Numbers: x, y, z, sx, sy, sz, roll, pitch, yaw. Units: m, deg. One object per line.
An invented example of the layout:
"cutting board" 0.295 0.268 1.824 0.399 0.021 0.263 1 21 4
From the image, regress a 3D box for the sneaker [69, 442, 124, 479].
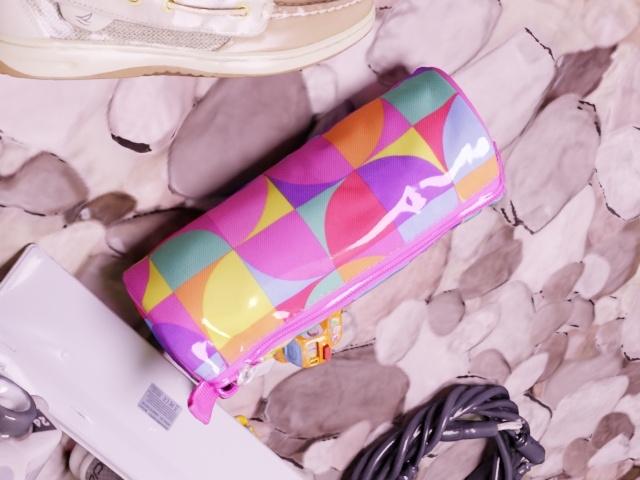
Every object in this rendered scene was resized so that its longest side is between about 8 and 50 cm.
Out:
"sneaker" -0.088 0.176 0.857 0.063 0.075 0.170 -48 135 6

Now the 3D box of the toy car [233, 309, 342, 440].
"toy car" -0.015 0.095 0.868 0.060 0.040 0.122 -4 123 -31

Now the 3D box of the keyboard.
"keyboard" -0.102 0.107 0.783 0.256 0.014 0.072 46 60 -31

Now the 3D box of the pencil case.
"pencil case" 0.000 0.000 0.768 0.236 0.104 0.104 -38 135 -5

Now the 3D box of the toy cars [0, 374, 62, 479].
"toy cars" -0.187 0.186 0.701 0.176 0.087 0.394 -40 157 -21

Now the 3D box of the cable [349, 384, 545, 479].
"cable" 0.086 0.191 1.003 0.184 0.047 0.150 -37 135 -3

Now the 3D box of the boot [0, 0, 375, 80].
"boot" -0.060 -0.164 0.623 0.213 0.077 0.165 -8 124 -25
